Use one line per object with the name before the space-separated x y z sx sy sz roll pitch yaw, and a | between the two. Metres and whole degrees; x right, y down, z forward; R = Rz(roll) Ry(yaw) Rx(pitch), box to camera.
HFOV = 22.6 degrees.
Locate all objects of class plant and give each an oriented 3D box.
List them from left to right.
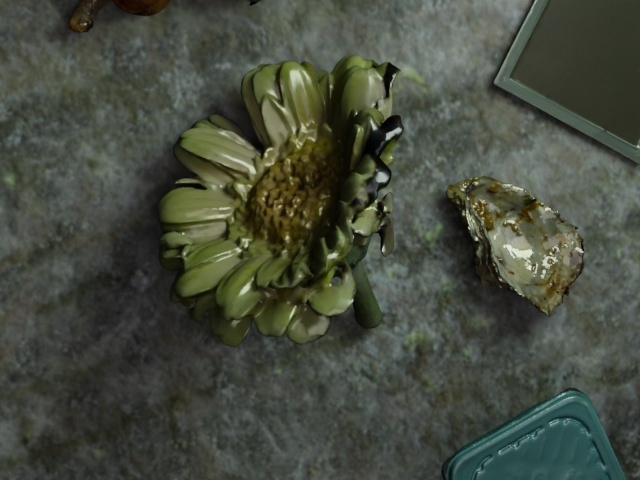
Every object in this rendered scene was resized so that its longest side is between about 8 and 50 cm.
plant | 0.004 -0.012 1.517 0.306 0.261 0.297 -42 106 -14

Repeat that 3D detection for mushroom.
mushroom | -0.186 -0.242 1.527 0.129 0.073 0.088 -51 141 3

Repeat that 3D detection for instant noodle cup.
instant noodle cup | 0.226 0.253 1.717 0.179 0.070 0.157 -29 107 -8

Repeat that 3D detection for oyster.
oyster | 0.199 0.000 1.673 0.177 0.056 0.105 32 80 -17

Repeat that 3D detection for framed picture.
framed picture | 0.315 -0.233 1.679 0.197 0.014 0.252 26 93 -17

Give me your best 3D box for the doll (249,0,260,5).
doll | -0.082 -0.315 1.520 0.107 0.110 0.181 -22 111 32
